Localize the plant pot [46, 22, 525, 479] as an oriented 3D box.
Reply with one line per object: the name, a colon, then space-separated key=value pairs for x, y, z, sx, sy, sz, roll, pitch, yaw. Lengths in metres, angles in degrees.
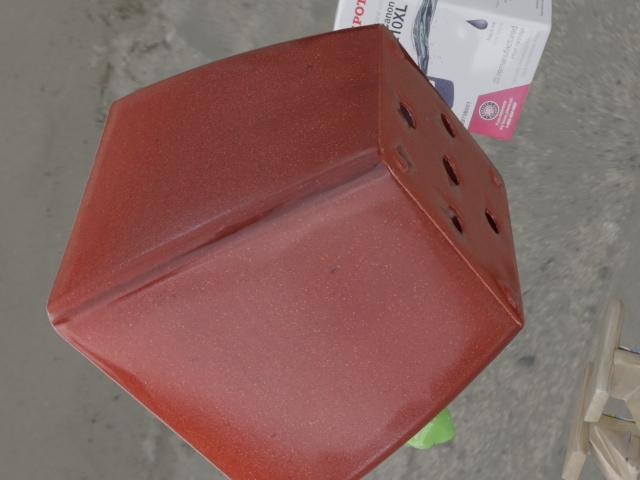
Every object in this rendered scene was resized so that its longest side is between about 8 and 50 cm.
plant pot: x=0.000 y=0.000 z=0.853 sx=0.236 sy=0.267 sz=0.267 roll=-28 pitch=123 yaw=23

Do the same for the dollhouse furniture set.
dollhouse furniture set: x=0.492 y=0.112 z=1.246 sx=0.362 sy=0.256 sz=0.394 roll=14 pitch=141 yaw=10

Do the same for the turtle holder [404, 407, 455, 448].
turtle holder: x=0.026 y=0.119 z=1.241 sx=0.227 sy=0.243 sz=0.320 roll=21 pitch=127 yaw=41

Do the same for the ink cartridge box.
ink cartridge box: x=0.130 y=-0.232 z=1.341 sx=0.237 sy=0.100 sz=0.172 roll=13 pitch=134 yaw=0
